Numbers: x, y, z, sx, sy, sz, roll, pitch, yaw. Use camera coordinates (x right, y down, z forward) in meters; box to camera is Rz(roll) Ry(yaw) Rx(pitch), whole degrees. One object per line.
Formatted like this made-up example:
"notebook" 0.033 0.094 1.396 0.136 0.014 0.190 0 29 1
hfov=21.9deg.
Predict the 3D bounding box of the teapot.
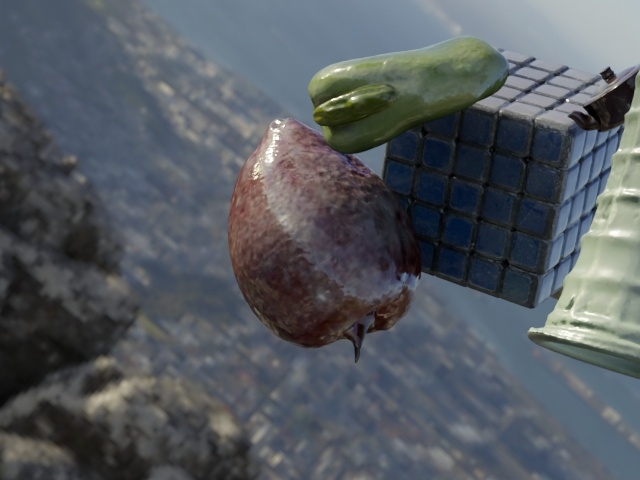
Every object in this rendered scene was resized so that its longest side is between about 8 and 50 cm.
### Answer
"teapot" 0.246 -0.123 1.343 0.045 0.100 0.068 54 -2 -5

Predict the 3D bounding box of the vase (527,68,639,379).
"vase" 0.252 -0.054 1.156 0.143 0.298 0.143 16 -7 2

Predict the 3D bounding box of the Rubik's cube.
"Rubik's cube" 0.224 -0.086 2.008 0.237 0.237 0.238 20 28 24

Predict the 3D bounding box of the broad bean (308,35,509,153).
"broad bean" 0.095 -0.166 1.792 0.169 0.228 0.100 0 -69 61

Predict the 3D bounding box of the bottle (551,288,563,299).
"bottle" 0.284 -0.034 2.320 0.236 0.147 0.147 33 13 -9

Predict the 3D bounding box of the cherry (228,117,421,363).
"cherry" 0.000 0.000 1.908 0.230 0.203 0.300 -10 74 -51
